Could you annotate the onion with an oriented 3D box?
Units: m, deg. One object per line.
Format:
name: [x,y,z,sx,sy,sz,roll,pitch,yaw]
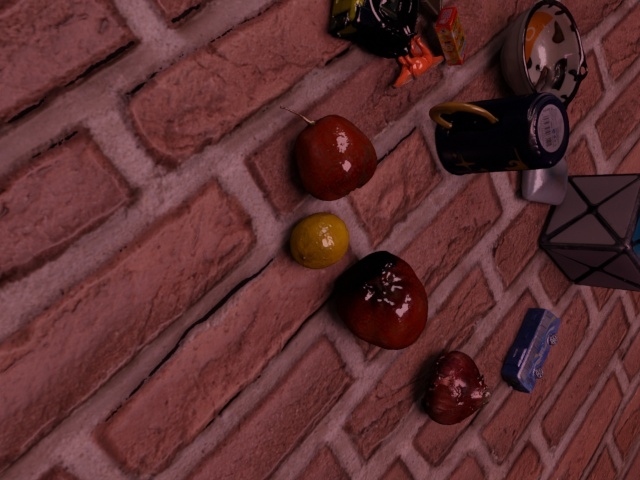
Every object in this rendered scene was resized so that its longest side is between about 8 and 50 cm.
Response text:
onion: [0.332,0.357,1.342,0.184,0.147,0.184,-10,102,-50]

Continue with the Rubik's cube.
Rubik's cube: [0.833,-0.021,1.615,0.259,0.254,0.260,36,73,-32]

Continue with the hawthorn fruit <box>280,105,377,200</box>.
hawthorn fruit: [0.014,-0.182,1.081,0.162,0.162,0.204,-28,91,-32]

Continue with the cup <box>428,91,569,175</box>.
cup: [0.385,-0.235,1.269,0.255,0.256,0.179,-16,102,-34]

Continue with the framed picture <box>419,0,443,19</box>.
framed picture: [0.245,-0.630,1.227,0.189,0.023,0.260,-19,107,-64]

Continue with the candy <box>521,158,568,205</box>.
candy: [0.629,-0.173,1.566,0.174,0.071,0.138,5,90,-37]

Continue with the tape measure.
tape measure: [0.114,-0.486,1.142,0.199,0.112,0.186,10,86,-38]

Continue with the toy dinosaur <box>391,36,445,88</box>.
toy dinosaur: [0.225,-0.414,1.265,0.279,0.055,0.101,-48,128,-26]

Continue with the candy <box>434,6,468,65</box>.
candy: [0.303,-0.469,1.291,0.122,0.038,0.062,50,53,-48]

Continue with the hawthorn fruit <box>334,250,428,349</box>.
hawthorn fruit: [0.135,0.143,1.175,0.189,0.189,0.251,-53,140,-21]

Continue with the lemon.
lemon: [0.000,0.000,1.092,0.133,0.109,0.109,-39,115,-37]

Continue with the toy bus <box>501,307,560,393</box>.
toy bus: [0.589,0.304,1.575,0.094,0.079,0.237,37,71,-15]

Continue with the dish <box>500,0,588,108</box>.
dish: [0.565,-0.471,1.467,0.303,0.120,0.303,-3,95,-36]
